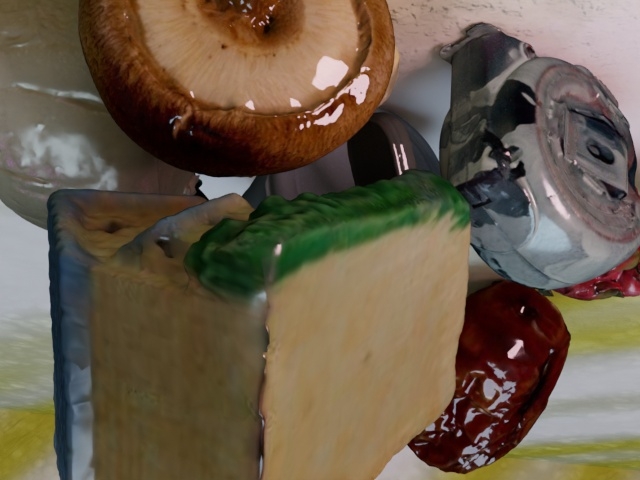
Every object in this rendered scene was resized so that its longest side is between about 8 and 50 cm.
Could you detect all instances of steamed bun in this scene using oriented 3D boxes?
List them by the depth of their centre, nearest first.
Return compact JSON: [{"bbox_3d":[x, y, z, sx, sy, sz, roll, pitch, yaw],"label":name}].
[{"bbox_3d":[-0.267,-0.116,1.096,0.246,0.236,0.383,6,157,-1],"label":"steamed bun"}]

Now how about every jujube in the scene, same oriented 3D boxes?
[{"bbox_3d":[0.295,0.252,1.749,0.276,0.277,0.377,14,131,-21],"label":"jujube"}]

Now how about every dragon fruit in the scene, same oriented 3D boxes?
[{"bbox_3d":[0.351,-0.009,1.273,0.198,0.218,0.272,-35,168,15],"label":"dragon fruit"}]

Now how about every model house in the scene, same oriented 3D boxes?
[{"bbox_3d":[-0.085,0.076,0.919,0.342,0.335,0.382,15,-158,32],"label":"model house"}]

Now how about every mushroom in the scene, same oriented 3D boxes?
[{"bbox_3d":[-0.077,-0.195,0.886,0.296,0.278,0.163,19,179,-5],"label":"mushroom"}]

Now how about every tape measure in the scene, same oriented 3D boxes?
[{"bbox_3d":[0.250,-0.080,1.057,0.275,0.256,0.147,27,145,-32],"label":"tape measure"}]

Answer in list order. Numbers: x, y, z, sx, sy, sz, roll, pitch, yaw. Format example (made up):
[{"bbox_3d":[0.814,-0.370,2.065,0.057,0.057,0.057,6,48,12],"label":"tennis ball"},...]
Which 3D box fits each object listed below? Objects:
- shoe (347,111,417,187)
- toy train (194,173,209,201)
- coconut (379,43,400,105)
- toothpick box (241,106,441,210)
[{"bbox_3d":[0.104,-0.031,1.060,0.093,0.241,0.108,-23,-162,-33],"label":"shoe"},{"bbox_3d":[-0.215,-0.043,1.342,0.136,0.228,0.091,-34,118,18],"label":"toy train"},{"bbox_3d":[0.016,-0.183,1.042,0.116,0.116,0.122,20,151,-33],"label":"coconut"},{"bbox_3d":[0.000,0.000,1.294,0.262,0.263,0.354,12,158,-17],"label":"toothpick box"}]
